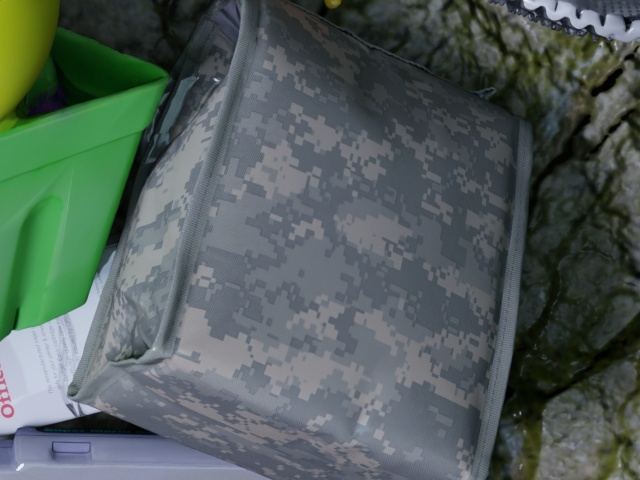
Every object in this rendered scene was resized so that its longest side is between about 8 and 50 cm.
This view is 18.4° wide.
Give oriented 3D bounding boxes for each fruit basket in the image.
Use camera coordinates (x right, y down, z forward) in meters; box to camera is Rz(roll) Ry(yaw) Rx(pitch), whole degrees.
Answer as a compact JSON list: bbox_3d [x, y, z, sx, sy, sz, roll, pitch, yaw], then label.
[{"bbox_3d":[-0.271,-0.098,1.112,0.283,0.392,0.392,22,102,33],"label":"fruit basket"}]

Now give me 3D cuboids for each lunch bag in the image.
[{"bbox_3d":[0.000,0.000,1.251,0.235,0.169,0.287,24,65,-20],"label":"lunch bag"}]

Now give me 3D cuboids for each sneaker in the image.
[{"bbox_3d":[0.214,-0.177,1.296,0.234,0.078,0.106,13,97,-8],"label":"sneaker"}]

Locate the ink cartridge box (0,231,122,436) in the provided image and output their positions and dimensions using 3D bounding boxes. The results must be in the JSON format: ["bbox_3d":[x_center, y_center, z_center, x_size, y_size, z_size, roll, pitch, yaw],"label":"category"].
[{"bbox_3d":[-0.161,0.059,1.332,0.150,0.063,0.109,-14,101,1],"label":"ink cartridge box"}]

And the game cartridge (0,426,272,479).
[{"bbox_3d":[-0.091,0.239,1.343,0.355,0.068,0.230,3,105,-10],"label":"game cartridge"}]

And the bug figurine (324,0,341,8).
[{"bbox_3d":[0.057,-0.284,1.268,0.279,0.072,0.216,-22,107,-3],"label":"bug figurine"}]
